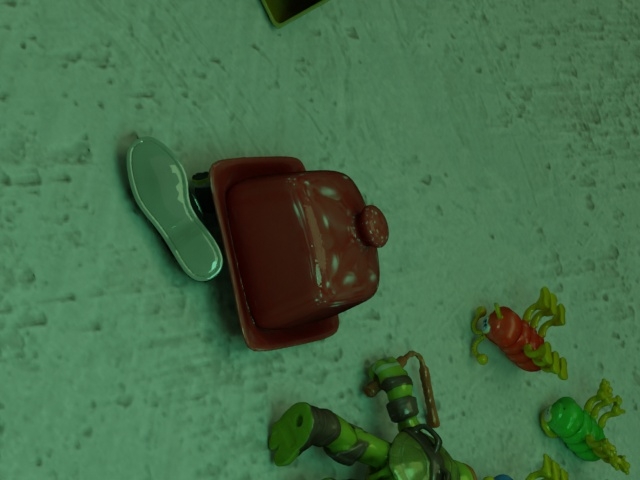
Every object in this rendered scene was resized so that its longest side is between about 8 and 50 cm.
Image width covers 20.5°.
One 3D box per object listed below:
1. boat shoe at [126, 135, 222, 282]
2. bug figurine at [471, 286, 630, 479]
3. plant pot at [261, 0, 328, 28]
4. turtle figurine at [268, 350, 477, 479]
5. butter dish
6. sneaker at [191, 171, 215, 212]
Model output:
[{"bbox_3d":[-0.116,-0.024,1.409,0.046,0.038,0.125,-32,91,-9],"label":"boat shoe"},{"bbox_3d":[0.210,0.192,1.633,0.216,0.072,0.279,44,36,-34],"label":"bug figurine"},{"bbox_3d":[-0.010,-0.251,1.617,0.081,0.081,0.083,63,29,-2],"label":"plant pot"},{"bbox_3d":[0.067,0.207,1.457,0.217,0.087,0.269,12,63,-45],"label":"turtle figurine"},{"bbox_3d":[0.000,0.000,1.442,0.160,0.118,0.160,-6,83,-61],"label":"butter dish"},{"bbox_3d":[-0.079,-0.041,1.471,0.083,0.031,0.035,-10,103,-55],"label":"sneaker"}]
